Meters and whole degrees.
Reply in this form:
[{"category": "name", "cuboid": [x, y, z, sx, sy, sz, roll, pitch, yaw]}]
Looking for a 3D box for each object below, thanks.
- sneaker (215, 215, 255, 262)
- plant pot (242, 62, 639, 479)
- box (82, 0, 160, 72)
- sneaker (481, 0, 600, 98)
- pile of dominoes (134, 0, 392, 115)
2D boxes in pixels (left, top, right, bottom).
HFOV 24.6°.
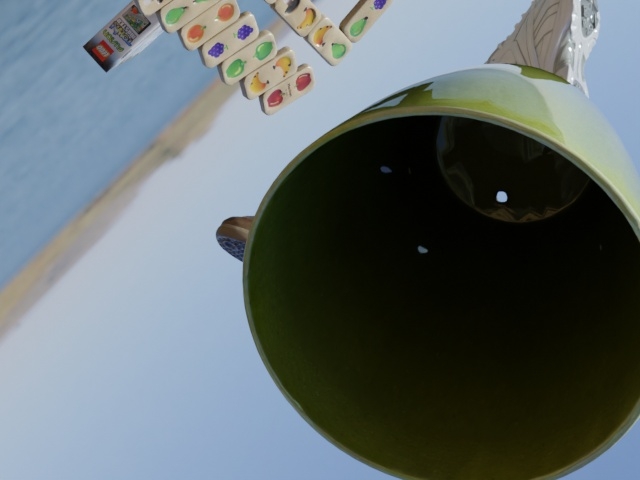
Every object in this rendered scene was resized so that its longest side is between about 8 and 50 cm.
[{"category": "sneaker", "cuboid": [0.000, 0.000, 1.325, 0.066, 0.188, 0.071, 135, -29, -67]}, {"category": "plant pot", "cuboid": [0.121, -0.015, 1.052, 0.275, 0.275, 0.293, -41, -173, 29]}, {"category": "box", "cuboid": [-0.178, -0.235, 1.535, 0.114, 0.036, 0.207, -41, -172, 8]}, {"category": "sneaker", "cuboid": [0.217, -0.197, 1.493, 0.115, 0.090, 0.232, 0, -113, 28]}, {"category": "pile of dominoes", "cuboid": [-0.025, -0.213, 1.253, 0.196, 0.040, 0.251, -50, 142, 2]}]
